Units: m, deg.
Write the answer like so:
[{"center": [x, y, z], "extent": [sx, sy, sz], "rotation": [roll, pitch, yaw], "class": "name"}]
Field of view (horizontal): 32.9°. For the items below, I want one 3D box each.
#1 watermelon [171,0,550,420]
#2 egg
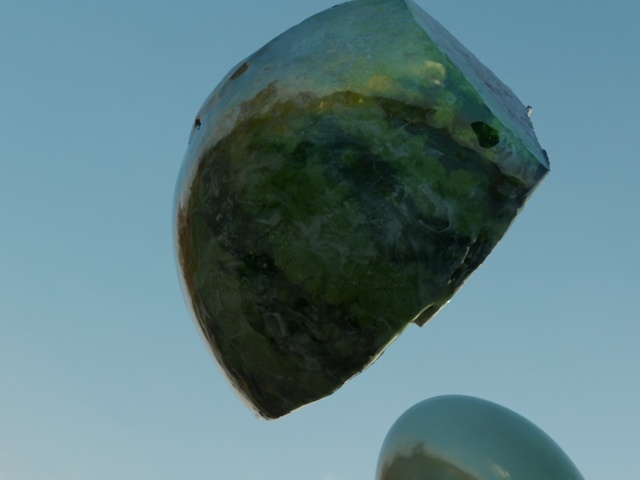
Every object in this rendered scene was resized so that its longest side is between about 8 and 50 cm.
[{"center": [0.000, 0.000, 0.724], "extent": [0.305, 0.180, 0.224], "rotation": [-45, -125, 24], "class": "watermelon"}, {"center": [0.163, 0.274, 1.059], "extent": [0.283, 0.202, 0.203], "rotation": [55, -25, 38], "class": "egg"}]
